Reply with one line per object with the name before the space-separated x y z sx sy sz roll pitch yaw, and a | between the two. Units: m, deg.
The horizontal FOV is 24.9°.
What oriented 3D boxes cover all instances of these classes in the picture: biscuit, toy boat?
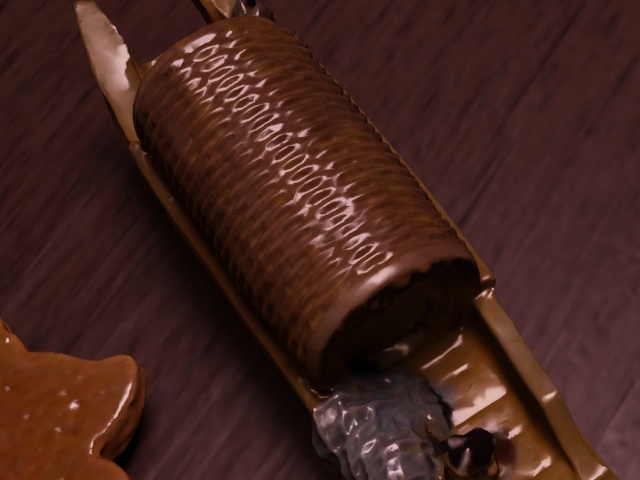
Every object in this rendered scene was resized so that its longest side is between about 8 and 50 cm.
biscuit | -0.135 0.114 0.547 0.162 0.035 0.250 -20 55 5
toy boat | 0.000 0.000 0.548 0.089 0.115 0.310 -30 57 -9
